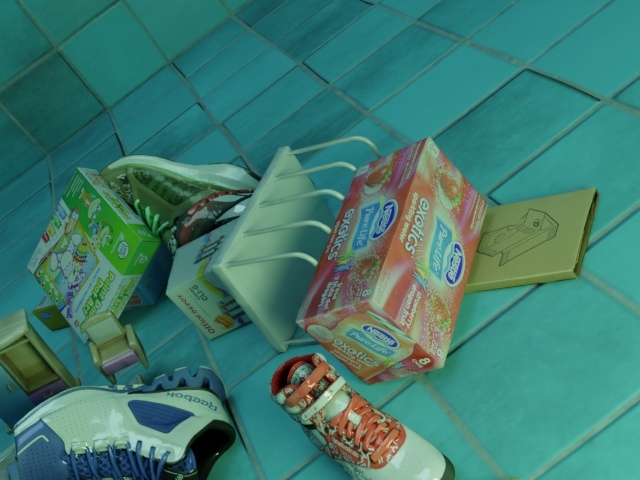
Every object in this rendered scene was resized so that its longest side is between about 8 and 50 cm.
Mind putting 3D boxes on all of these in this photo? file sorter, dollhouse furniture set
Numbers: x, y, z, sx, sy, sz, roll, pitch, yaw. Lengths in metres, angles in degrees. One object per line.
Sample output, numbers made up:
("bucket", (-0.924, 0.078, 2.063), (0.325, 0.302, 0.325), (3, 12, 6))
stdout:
("file sorter", (0.000, 0.000, 1.389), (0.173, 0.193, 0.277), (-9, 39, 35))
("dollhouse furniture set", (-0.397, 0.270, 1.357), (0.286, 0.198, 0.303), (-26, 45, -4))

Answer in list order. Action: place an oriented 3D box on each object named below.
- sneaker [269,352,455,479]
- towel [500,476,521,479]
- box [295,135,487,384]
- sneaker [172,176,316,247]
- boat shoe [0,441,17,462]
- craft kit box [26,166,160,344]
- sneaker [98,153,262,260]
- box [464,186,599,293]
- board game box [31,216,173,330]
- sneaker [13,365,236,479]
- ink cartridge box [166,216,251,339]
("sneaker", (0.033, 0.217, 1.064), (0.090, 0.145, 0.270), (-46, 26, -14))
("towel", (0.162, 0.312, 0.927), (0.110, 0.027, 0.148), (-25, 31, 22))
("box", (0.106, 0.027, 1.239), (0.142, 0.154, 0.300), (-21, 35, 42))
("sneaker", (-0.118, -0.034, 1.596), (0.276, 0.097, 0.135), (-17, 35, -17))
("boat shoe", (-0.483, 0.375, 1.500), (0.227, 0.079, 0.081), (-36, 51, -6))
("craft kit box", (-0.443, 0.029, 1.748), (0.246, 0.061, 0.250), (42, 111, 29))
("sneaker", (-0.289, -0.052, 1.753), (0.410, 0.158, 0.182), (3, 61, 24))
("box", (0.276, 0.002, 1.258), (0.201, 0.021, 0.164), (-12, 38, 39))
("board game box", (-0.428, 0.056, 1.894), (0.316, 0.064, 0.242), (-15, 36, 34))
("sneaker", (-0.252, 0.285, 1.245), (0.315, 0.127, 0.182), (-14, 32, -23))
("ink cartridge box", (-0.148, 0.058, 1.524), (0.176, 0.128, 0.127), (-26, 31, 20))
